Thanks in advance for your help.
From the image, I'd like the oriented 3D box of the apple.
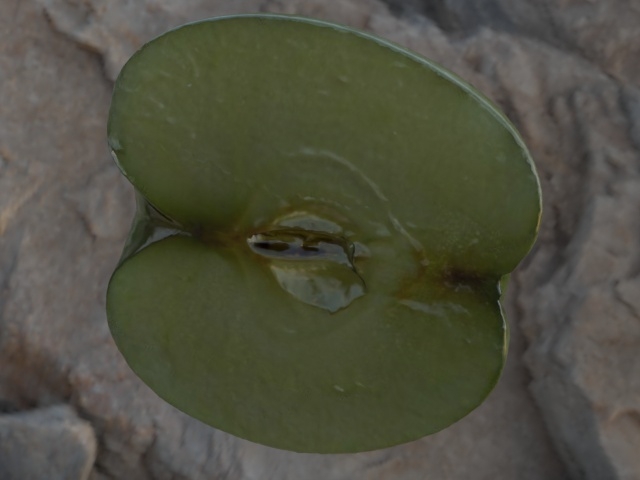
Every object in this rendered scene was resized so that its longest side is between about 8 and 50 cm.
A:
[{"bbox_3d":[0.000,0.000,1.166,0.360,0.320,0.311,10,68,12],"label":"apple"}]
